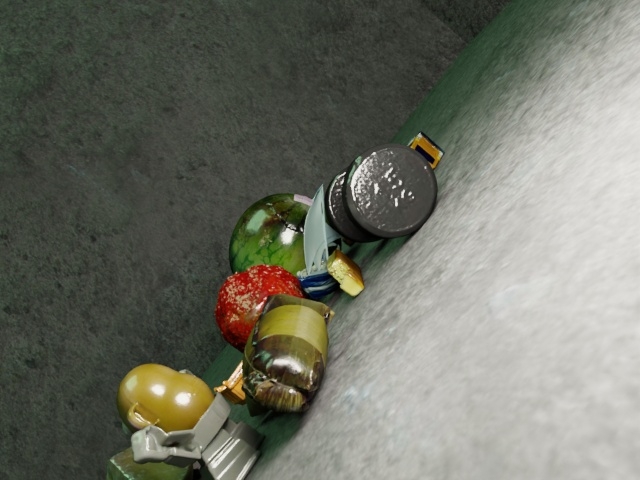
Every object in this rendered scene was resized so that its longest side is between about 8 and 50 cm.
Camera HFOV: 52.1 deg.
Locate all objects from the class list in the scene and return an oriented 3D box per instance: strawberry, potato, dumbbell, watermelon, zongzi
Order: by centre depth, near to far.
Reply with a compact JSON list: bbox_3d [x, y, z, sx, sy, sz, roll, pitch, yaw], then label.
[{"bbox_3d":[-0.091,0.287,1.217,0.289,0.154,0.318,-74,4,-69],"label":"zongzi"},{"bbox_3d":[-0.360,0.594,1.510,0.189,0.211,0.264,-7,13,-40],"label":"potato"},{"bbox_3d":[0.129,-0.100,1.526,0.204,0.203,0.322,-51,5,-7],"label":"dumbbell"},{"bbox_3d":[-0.158,0.186,1.700,0.257,0.257,0.277,-51,-9,2],"label":"strawberry"},{"bbox_3d":[-0.107,0.030,1.997,0.363,0.363,0.363,-50,5,6],"label":"watermelon"}]

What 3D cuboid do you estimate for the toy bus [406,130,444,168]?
[{"bbox_3d":[0.244,-0.198,1.848,0.201,0.098,0.114,-44,8,45],"label":"toy bus"}]

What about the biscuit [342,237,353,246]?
[{"bbox_3d":[0.161,-0.125,2.260,0.283,0.064,0.432,-50,5,18],"label":"biscuit"}]

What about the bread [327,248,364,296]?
[{"bbox_3d":[0.057,0.076,1.558,0.049,0.088,0.226,-49,4,6],"label":"bread"}]

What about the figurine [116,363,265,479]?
[{"bbox_3d":[-0.255,0.345,1.234,0.167,0.285,0.342,-50,6,-14],"label":"figurine"}]

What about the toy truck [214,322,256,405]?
[{"bbox_3d":[-0.118,0.257,1.499,0.270,0.135,0.114,-54,5,-29],"label":"toy truck"}]

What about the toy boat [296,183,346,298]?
[{"bbox_3d":[0.014,0.008,1.716,0.210,0.070,0.292,16,-100,-61],"label":"toy boat"}]

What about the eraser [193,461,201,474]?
[{"bbox_3d":[-0.282,0.531,1.621,0.104,0.023,0.150,-53,5,-30],"label":"eraser"}]
